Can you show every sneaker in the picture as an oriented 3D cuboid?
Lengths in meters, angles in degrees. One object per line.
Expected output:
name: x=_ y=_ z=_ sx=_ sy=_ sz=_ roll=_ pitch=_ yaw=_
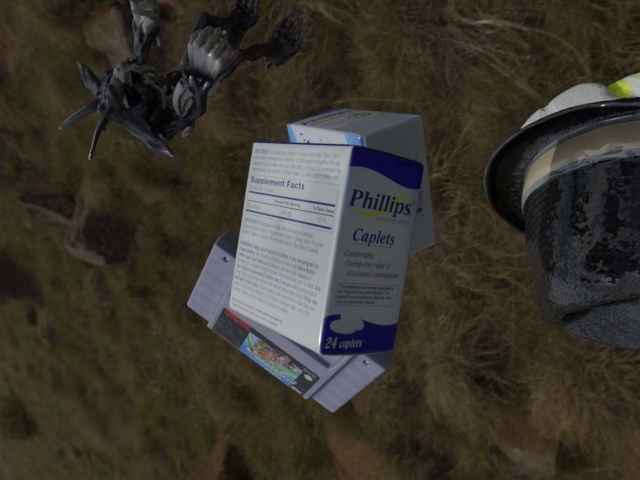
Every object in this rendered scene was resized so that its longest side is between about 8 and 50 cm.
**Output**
sneaker: x=0.330 y=-0.115 z=0.605 sx=0.240 sy=0.091 sz=0.126 roll=-26 pitch=130 yaw=20

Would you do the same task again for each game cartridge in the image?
game cartridge: x=-0.068 y=0.160 z=1.051 sx=0.355 sy=0.068 sz=0.230 roll=36 pitch=134 yaw=1

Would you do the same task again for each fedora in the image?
fedora: x=0.293 y=0.013 z=0.543 sx=0.334 sy=0.152 sz=0.334 roll=18 pitch=162 yaw=6

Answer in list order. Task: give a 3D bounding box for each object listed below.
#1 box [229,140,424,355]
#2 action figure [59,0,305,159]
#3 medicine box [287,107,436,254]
box: x=0.000 y=0.000 z=0.432 sx=0.126 sy=0.072 sz=0.137 roll=15 pitch=97 yaw=52
action figure: x=-0.155 y=-0.200 z=0.637 sx=0.164 sy=0.276 sz=0.141 roll=40 pitch=147 yaw=15
medicine box: x=0.080 y=-0.121 z=1.204 sx=0.289 sy=0.149 sz=0.263 roll=24 pitch=131 yaw=56
